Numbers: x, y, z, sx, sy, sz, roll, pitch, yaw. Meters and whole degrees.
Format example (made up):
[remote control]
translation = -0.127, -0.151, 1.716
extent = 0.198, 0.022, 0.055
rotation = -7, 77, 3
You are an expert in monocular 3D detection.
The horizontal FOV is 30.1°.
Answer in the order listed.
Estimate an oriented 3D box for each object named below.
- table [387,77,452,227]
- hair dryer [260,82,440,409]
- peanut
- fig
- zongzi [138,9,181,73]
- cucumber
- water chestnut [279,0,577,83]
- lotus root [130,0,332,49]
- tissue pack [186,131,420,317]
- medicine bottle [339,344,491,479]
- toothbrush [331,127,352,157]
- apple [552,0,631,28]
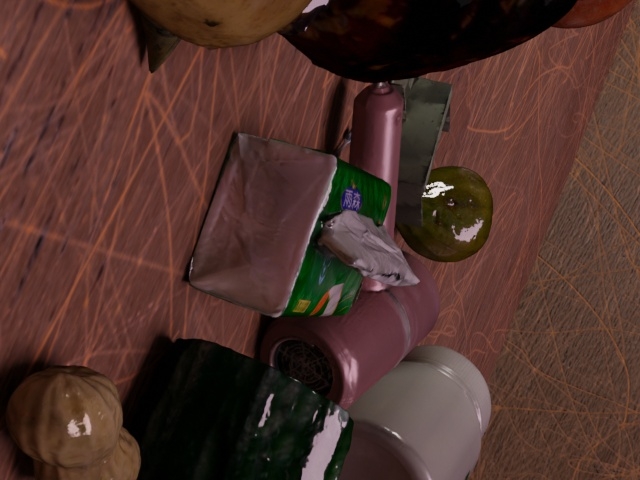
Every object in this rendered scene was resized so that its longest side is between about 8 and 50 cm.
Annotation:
[table]
translation = 0.110, -0.124, 1.410
extent = 0.175, 0.062, 0.146
rotation = 78, 26, -62
[hair dryer]
translation = 0.037, -0.002, 1.277
extent = 0.210, 0.125, 0.353
rotation = -34, 133, -51
[peanut]
translation = -0.174, 0.145, 0.860
extent = 0.082, 0.082, 0.187
rotation = -60, 160, -30
[fig]
translation = 0.140, -0.044, 1.601
extent = 0.126, 0.184, 0.133
rotation = -158, -99, -69
[zongzi]
translation = -0.114, -0.152, 0.792
extent = 0.083, 0.040, 0.076
rotation = -56, 159, 15
[cucumber]
translation = -0.080, 0.180, 1.046
extent = 0.130, 0.191, 0.191
rotation = -63, 162, -17
[water chestnut]
translation = 0.067, -0.255, 0.879
extent = 0.244, 0.289, 0.289
rotation = -125, -130, -72
[lotus root]
translation = -0.068, -0.207, 0.665
extent = 0.160, 0.146, 0.284
rotation = -50, 147, -2
[tissue pack]
translation = 0.001, -0.001, 1.098
extent = 0.209, 0.156, 0.148
rotation = 14, 93, -72
[medicine bottle]
translation = 0.109, 0.280, 1.641
extent = 0.339, 0.208, 0.208
rotation = -32, 138, -63
[toothbrush]
translation = 0.008, -0.080, 1.271
extent = 0.131, 0.011, 0.013
rotation = -56, 170, -40
[apple]
translation = 0.338, -0.402, 1.551
extent = 0.253, 0.253, 0.254
rotation = -57, 158, -37
